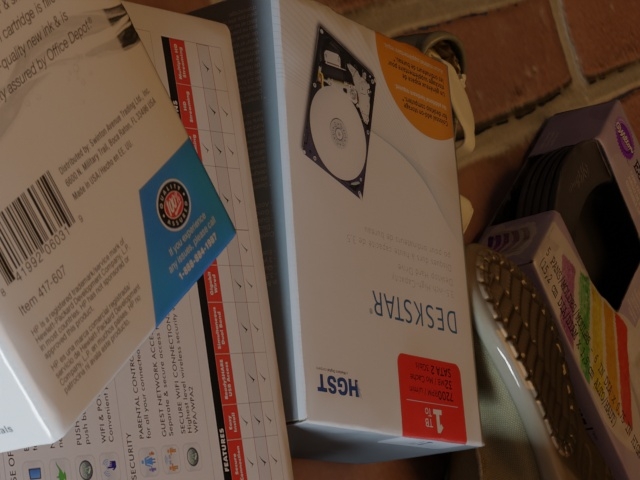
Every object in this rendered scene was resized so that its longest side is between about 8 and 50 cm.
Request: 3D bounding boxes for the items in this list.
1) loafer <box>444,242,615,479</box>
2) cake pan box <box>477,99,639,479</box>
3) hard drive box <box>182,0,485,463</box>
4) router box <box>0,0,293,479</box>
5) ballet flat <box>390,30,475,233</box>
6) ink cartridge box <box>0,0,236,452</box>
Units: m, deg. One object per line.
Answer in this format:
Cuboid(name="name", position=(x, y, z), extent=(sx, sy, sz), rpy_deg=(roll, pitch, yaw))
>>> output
Cuboid(name="loafer", position=(0.116, 0.126, 1.098), extent=(0.102, 0.092, 0.268), rpy_deg=(-68, 138, -58))
Cuboid(name="cake pan box", position=(0.208, 0.058, 1.298), extent=(0.267, 0.070, 0.246), rpy_deg=(64, 32, -19))
Cuboid(name="hard drive box", position=(0.000, 0.000, 0.972), extent=(0.181, 0.089, 0.232), rpy_deg=(14, 67, -54))
Cuboid(name="router box", position=(-0.134, 0.055, 0.748), extent=(0.301, 0.082, 0.335), rpy_deg=(5, 75, -57))
Cuboid(name="ballet flat", position=(0.064, -0.037, 1.103), extent=(0.072, 0.068, 0.213), rpy_deg=(31, 54, -50))
Cuboid(name="ink cartridge box", position=(-0.133, -0.045, 0.626), extent=(0.203, 0.086, 0.148), rpy_deg=(64, 34, -18))
